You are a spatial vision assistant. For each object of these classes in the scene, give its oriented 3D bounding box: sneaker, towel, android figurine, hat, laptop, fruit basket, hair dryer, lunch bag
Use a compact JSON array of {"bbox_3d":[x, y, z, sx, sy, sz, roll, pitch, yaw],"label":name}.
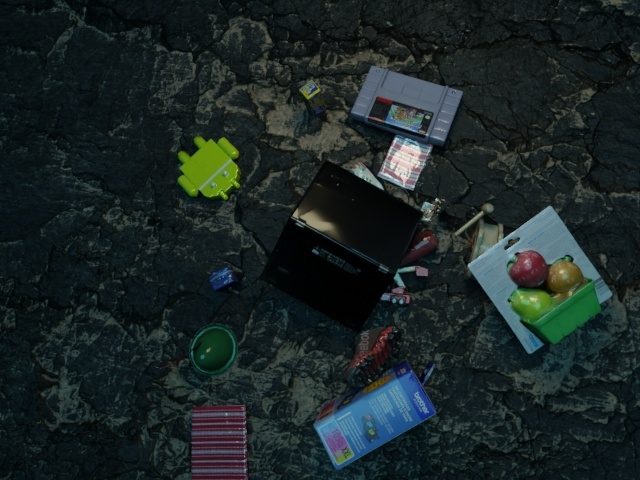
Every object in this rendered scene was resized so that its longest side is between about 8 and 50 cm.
[{"bbox_3d":[0.147,0.367,1.670,0.135,0.276,0.097,5,120,39],"label":"sneaker"},{"bbox_3d":[-0.341,0.701,1.757,0.199,0.031,0.275,-5,76,9],"label":"towel"},{"bbox_3d":[-0.413,-0.266,1.951,0.248,0.056,0.273,-42,75,-2],"label":"android figurine"},{"bbox_3d":[-0.395,0.379,1.750,0.173,0.183,0.208,31,84,12],"label":"hat"},{"bbox_3d":[0.072,0.018,1.750,0.382,0.236,0.408,29,116,2],"label":"laptop"},{"bbox_3d":[0.686,0.126,1.637,0.327,0.165,0.353,-37,88,0],"label":"fruit basket"},{"bbox_3d":[0.306,-0.291,1.870,0.144,0.029,0.197,23,83,12],"label":"towel"},{"bbox_3d":[0.309,-0.030,1.809,0.223,0.080,0.293,15,78,30],"label":"hair dryer"},{"bbox_3d":[0.168,-0.208,1.866,0.075,0.057,0.161,-43,77,15],"label":"sneaker"},{"bbox_3d":[-0.350,0.138,1.853,0.098,0.067,0.065,-26,76,3],"label":"lunch bag"}]

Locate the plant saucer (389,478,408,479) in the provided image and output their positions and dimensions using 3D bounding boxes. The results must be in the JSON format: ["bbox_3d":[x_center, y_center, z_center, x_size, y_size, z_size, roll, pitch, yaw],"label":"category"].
[{"bbox_3d":[0.245,0.845,1.606,0.198,0.036,0.198,3,80,-15],"label":"plant saucer"}]

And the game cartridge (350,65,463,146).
[{"bbox_3d":[0.310,-0.488,1.880,0.355,0.068,0.230,20,69,11],"label":"game cartridge"}]

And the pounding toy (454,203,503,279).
[{"bbox_3d":[0.515,0.004,1.732,0.155,0.154,0.269,14,100,10],"label":"pounding toy"}]

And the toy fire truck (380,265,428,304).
[{"bbox_3d":[0.263,0.146,1.767,0.192,0.047,0.135,6,89,8],"label":"toy fire truck"}]

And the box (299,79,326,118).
[{"bbox_3d":[-0.025,-0.509,1.887,0.059,0.169,0.054,-37,77,0],"label":"box"}]

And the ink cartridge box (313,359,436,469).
[{"bbox_3d":[0.193,0.507,1.600,0.395,0.270,0.151,-28,82,1],"label":"ink cartridge box"}]
